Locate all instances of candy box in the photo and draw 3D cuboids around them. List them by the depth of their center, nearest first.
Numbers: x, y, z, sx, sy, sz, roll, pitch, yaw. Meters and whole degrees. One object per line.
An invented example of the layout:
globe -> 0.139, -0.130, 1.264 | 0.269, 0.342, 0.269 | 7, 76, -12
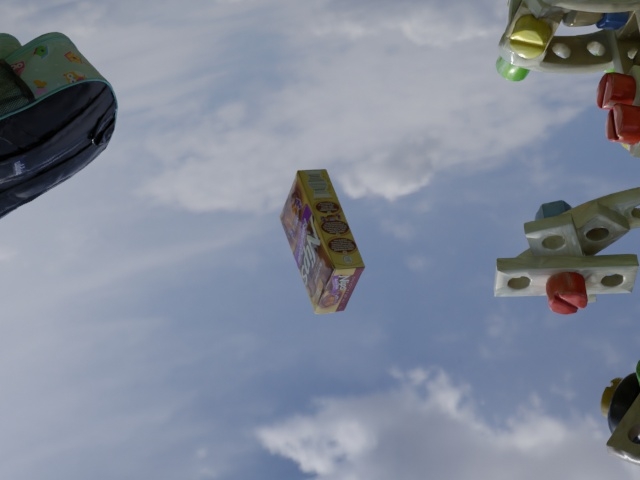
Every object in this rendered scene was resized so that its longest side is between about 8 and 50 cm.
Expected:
candy box -> 0.000, 0.000, 1.739 | 0.053, 0.109, 0.187 | -5, -128, -24

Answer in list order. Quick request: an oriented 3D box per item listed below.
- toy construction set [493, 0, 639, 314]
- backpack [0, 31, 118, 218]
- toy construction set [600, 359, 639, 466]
toy construction set -> 0.221, -0.101, 0.910 | 0.215, 0.328, 0.151 | 9, 156, -12
backpack -> -0.307, -0.124, 1.213 | 0.188, 0.166, 0.144 | -27, -118, -23
toy construction set -> 0.362, 0.167, 0.918 | 0.308, 0.237, 0.257 | -29, -152, -7
